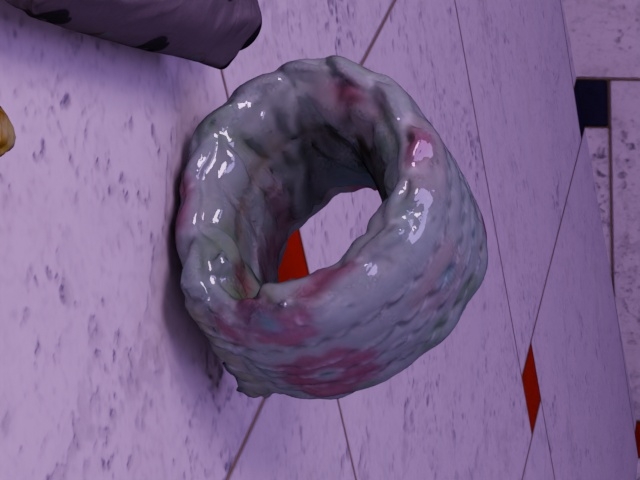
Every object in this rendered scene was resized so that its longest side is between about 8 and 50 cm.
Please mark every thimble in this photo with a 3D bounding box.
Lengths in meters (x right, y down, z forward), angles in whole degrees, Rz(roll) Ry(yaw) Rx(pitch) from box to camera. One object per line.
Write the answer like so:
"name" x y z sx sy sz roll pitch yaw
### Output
"thimble" 0.000 0.000 1.235 0.211 0.185 0.149 -53 148 -12

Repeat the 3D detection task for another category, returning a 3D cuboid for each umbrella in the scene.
"umbrella" -0.103 -0.145 1.098 0.073 0.067 0.337 45 11 13

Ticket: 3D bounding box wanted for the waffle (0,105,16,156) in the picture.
"waffle" -0.199 -0.069 0.794 0.250 0.056 0.261 -78 155 -43
